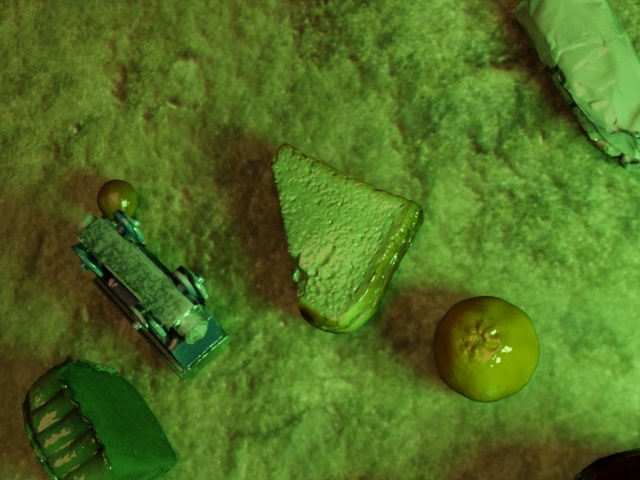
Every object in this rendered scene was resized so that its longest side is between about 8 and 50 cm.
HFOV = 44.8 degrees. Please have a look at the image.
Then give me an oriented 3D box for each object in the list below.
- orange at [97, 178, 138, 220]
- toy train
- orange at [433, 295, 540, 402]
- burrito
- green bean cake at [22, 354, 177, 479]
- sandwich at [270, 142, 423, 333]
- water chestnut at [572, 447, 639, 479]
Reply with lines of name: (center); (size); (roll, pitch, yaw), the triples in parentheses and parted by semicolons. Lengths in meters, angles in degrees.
orange: (-0.377, -0.071, 1.443); (0.084, 0.085, 0.085); (-5, 73, 16)
toy train: (-0.284, 0.081, 1.301); (0.131, 0.202, 0.299); (-41, 65, -15)
orange: (0.242, 0.157, 1.142); (0.158, 0.136, 0.159); (-6, 70, 15)
burrito: (0.436, -0.261, 1.223); (0.138, 0.101, 0.446); (-22, 69, 6)
green bean cake: (-0.358, 0.305, 1.241); (0.125, 0.227, 0.223); (-36, 67, 2)
sandwich: (-0.001, -0.002, 1.286); (0.288, 0.099, 0.254); (29, 84, 22)
water chestnut: (0.438, 0.400, 0.904); (0.335, 0.347, 0.336); (-2, 81, 10)
